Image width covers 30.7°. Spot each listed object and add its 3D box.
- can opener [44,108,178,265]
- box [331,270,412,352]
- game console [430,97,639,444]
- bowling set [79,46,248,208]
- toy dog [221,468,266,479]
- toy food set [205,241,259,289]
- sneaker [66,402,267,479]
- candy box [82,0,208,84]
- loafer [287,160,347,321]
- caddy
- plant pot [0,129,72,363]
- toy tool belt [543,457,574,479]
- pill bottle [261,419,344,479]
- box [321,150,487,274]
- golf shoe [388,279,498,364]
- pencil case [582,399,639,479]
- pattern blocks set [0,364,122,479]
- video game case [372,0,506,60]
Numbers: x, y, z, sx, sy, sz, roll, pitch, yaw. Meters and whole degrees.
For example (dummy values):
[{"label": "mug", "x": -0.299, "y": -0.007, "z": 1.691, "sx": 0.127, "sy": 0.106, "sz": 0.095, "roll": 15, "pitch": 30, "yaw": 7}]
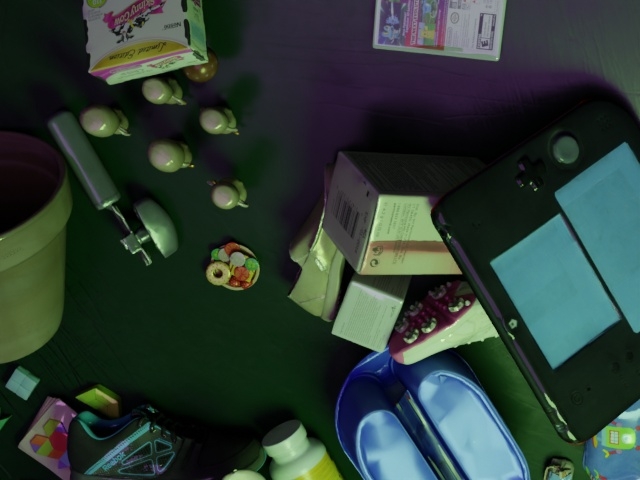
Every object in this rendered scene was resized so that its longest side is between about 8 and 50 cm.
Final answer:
[{"label": "can opener", "x": -0.323, "y": -0.089, "z": 1.830, "sx": 0.095, "sy": 0.076, "sz": 0.283, "roll": -31, "pitch": 104, "yaw": -11}, {"label": "box", "x": 0.079, "y": 0.098, "z": 1.788, "sx": 0.087, "sy": 0.101, "sz": 0.102, "roll": 22, "pitch": 115, "yaw": 3}, {"label": "game console", "x": 0.369, "y": 0.031, "z": 1.595, "sx": 0.386, "sy": 0.342, "sz": 0.060, "roll": 59, "pitch": 156, "yaw": -5}, {"label": "bowling set", "x": -0.191, "y": -0.185, "z": 1.731, "sx": 0.287, "sy": 0.154, "sz": 0.200, "roll": 33, "pitch": 96, "yaw": -1}, {"label": "toy dog", "x": -0.086, "y": 0.595, "z": 1.895, "sx": 0.284, "sy": 0.408, "sz": 0.395, "roll": -45, "pitch": 66, "yaw": -10}, {"label": "toy food set", "x": -0.138, "y": 0.042, "z": 1.857, "sx": 0.083, "sy": 0.020, "sz": 0.082, "roll": 24, "pitch": 114, "yaw": 3}, {"label": "sneaker", "x": -0.260, "y": 0.347, "z": 1.940, "sx": 0.341, "sy": 0.125, "sz": 0.139, "roll": -5, "pitch": 103, "yaw": 3}, {"label": "candy box", "x": -0.253, "y": -0.352, "z": 1.639, "sx": 0.159, "sy": 0.071, "sz": 0.233, "roll": -11, "pitch": 79, "yaw": 16}, {"label": "loafer", "x": 0.000, "y": 0.000, "z": 1.766, "sx": 0.092, "sy": 0.102, "sz": 0.268, "roll": 9, "pitch": 114, "yaw": 2}, {"label": "caddy", "x": 0.174, "y": 0.321, "z": 1.822, "sx": 0.241, "sy": 0.179, "sz": 0.341, "roll": -33, "pitch": 103, "yaw": -3}, {"label": "plant pot", "x": -0.521, "y": 0.029, "z": 1.804, "sx": 0.323, "sy": 0.323, "sz": 0.280, "roll": 1, "pitch": 128, "yaw": 12}, {"label": "toy tool belt", "x": 0.384, "y": 0.395, "z": 1.870, "sx": 0.052, "sy": 0.051, "sz": 0.083, "roll": 1, "pitch": 112, "yaw": 12}, {"label": "pill bottle", "x": -0.021, "y": 0.393, "z": 1.928, "sx": 0.103, "sy": 0.103, "sz": 0.184, "roll": -23, "pitch": 105, "yaw": 20}, {"label": "box", "x": 0.141, "y": -0.038, "z": 1.641, "sx": 0.232, "sy": 0.148, "sz": 0.126, "roll": 1, "pitch": 117, "yaw": -24}, {"label": "golf shoe", "x": 0.248, "y": 0.109, "z": 1.731, "sx": 0.306, "sy": 0.115, "sz": 0.140, "roll": -34, "pitch": 113, "yaw": 7}, {"label": "pencil case", "x": 0.450, "y": 0.236, "z": 1.754, "sx": 0.133, "sy": 0.119, "sz": 0.306, "roll": -3, "pitch": 111, "yaw": 16}, {"label": "pattern blocks set", "x": -0.433, "y": 0.370, "z": 2.050, "sx": 0.325, "sy": 0.026, "sz": 0.285, "roll": 26, "pitch": 114, "yaw": 1}, {"label": "video game case", "x": 0.171, "y": -0.359, "z": 1.628, "sx": 0.183, "sy": 0.023, "sz": 0.201, "roll": 8, "pitch": 114, "yaw": 9}]
